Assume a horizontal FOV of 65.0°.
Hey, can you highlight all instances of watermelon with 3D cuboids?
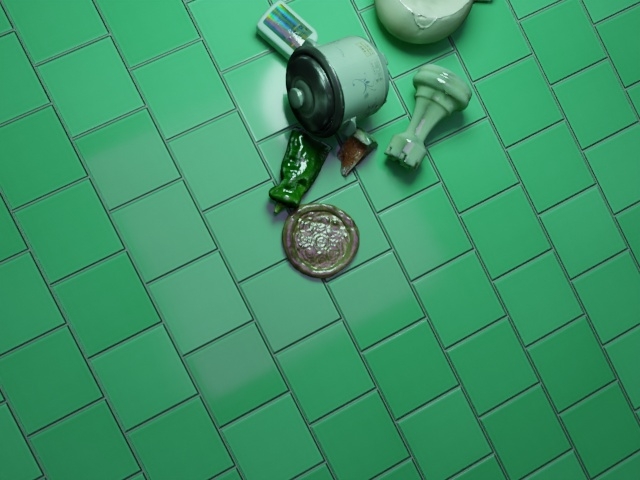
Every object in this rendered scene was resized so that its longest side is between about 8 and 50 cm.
[{"bbox_3d":[0.117,-0.299,1.621,0.098,0.121,0.158,41,128,11],"label":"watermelon"}]

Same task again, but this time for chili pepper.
[{"bbox_3d":[-0.079,-0.204,1.567,0.136,0.099,0.270,29,78,-28],"label":"chili pepper"}]

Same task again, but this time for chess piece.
[{"bbox_3d":[0.326,-0.377,1.588,0.194,0.194,0.299,29,94,-5],"label":"chess piece"}]

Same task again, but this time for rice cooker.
[{"bbox_3d":[0.038,-0.454,1.486,0.317,0.264,0.316,4,81,-29],"label":"rice cooker"}]

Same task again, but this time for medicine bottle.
[{"bbox_3d":[-0.082,-0.638,1.589,0.229,0.083,0.121,41,81,-5],"label":"medicine bottle"}]

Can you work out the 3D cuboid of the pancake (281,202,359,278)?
[{"bbox_3d":[0.000,0.000,1.598,0.250,0.031,0.250,0,88,-8],"label":"pancake"}]

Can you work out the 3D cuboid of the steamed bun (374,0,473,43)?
[{"bbox_3d":[0.324,-0.780,1.581,0.324,0.206,0.324,1,85,-6],"label":"steamed bun"}]
